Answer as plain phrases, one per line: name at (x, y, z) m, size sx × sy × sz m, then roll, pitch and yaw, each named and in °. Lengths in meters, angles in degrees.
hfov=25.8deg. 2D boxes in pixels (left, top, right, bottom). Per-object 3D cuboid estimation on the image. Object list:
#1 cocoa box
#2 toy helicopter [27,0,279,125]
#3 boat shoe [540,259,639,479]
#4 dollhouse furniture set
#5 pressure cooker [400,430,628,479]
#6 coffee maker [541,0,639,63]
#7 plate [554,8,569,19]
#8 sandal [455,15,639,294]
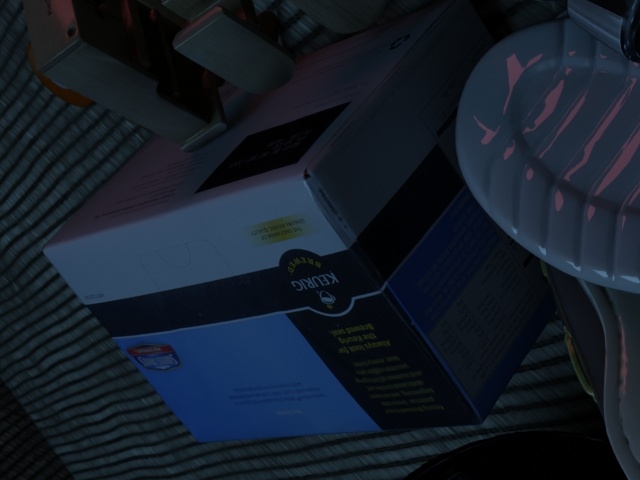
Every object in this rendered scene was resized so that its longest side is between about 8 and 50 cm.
cocoa box at (0.000, 0.000, 1.097) m, size 0.347 × 0.231 × 0.228 m, roll -13°, pitch 120°, yaw 49°
toy helicopter at (-0.102, -0.112, 1.354) m, size 0.235 × 0.140 × 0.355 m, roll 7°, pitch 140°, yaw 42°
boat shoe at (0.219, 0.071, 0.904) m, size 0.096 × 0.117 × 0.324 m, roll 69°, pitch -179°, yaw -61°
dollhouse furniture set at (-0.066, -0.190, 0.987) m, size 0.161 × 0.242 × 0.212 m, roll 27°, pitch -140°, yaw -50°
pressure cooker at (0.183, 0.393, 1.176) m, size 0.370 × 0.375 × 0.420 m, roll 36°, pitch 159°, yaw 24°
coffee maker at (0.150, -0.209, 0.822) m, size 0.178 × 0.120 × 0.171 m, roll 30°, pitch 143°, yaw 35°
plate at (0.226, -0.085, 0.953) m, size 0.188 × 0.024 × 0.188 m, roll 37°, pitch 150°, yaw 26°
sandal at (0.262, -0.022, 0.832) m, size 0.416 × 0.169 × 0.102 m, roll 21°, pitch 172°, yaw 36°
